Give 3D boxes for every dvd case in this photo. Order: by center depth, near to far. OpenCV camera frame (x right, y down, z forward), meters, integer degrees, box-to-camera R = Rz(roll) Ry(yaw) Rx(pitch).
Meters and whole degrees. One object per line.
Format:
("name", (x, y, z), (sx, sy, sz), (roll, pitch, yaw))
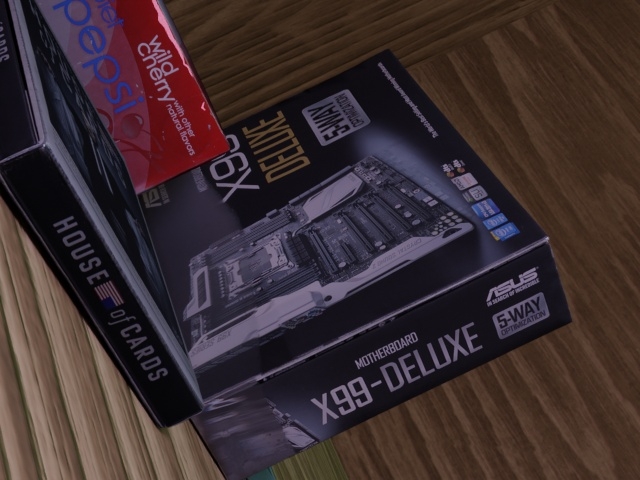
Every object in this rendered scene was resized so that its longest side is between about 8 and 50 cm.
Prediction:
("dvd case", (-0.129, -0.041, 0.606), (0.239, 0.029, 0.179), (-117, -178, -49))

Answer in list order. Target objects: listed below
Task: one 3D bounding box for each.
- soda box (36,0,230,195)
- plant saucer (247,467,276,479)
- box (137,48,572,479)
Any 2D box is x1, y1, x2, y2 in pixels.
("soda box", (-0.156, -0.161, 0.780), (0.263, 0.092, 0.083), (65, -3, -10))
("plant saucer", (-0.073, 0.110, 0.891), (0.067, 0.018, 0.192), (66, -1, -47))
("box", (0.000, 0.000, 0.829), (0.307, 0.242, 0.076), (-117, -178, -55))
